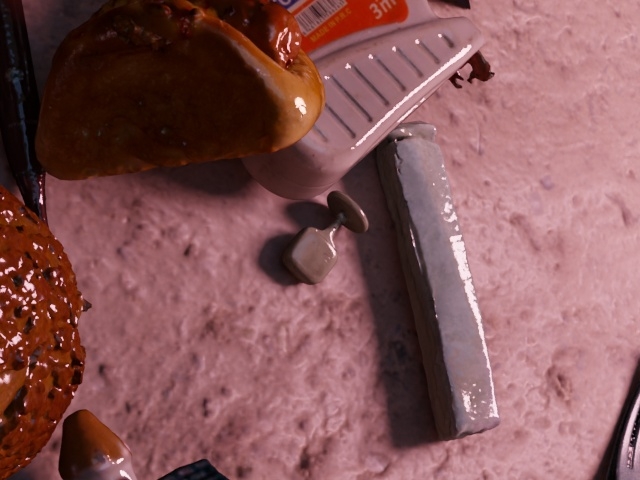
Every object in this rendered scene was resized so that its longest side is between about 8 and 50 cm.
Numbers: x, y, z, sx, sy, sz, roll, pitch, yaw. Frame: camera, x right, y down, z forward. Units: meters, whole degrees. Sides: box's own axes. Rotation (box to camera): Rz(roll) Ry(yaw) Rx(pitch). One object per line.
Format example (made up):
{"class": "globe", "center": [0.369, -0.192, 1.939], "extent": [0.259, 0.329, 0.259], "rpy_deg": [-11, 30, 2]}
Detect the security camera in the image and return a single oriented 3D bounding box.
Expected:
{"class": "security camera", "center": [0.000, 0.000, 1.361], "extent": [0.092, 0.058, 0.058], "rpy_deg": [-44, 101, -19]}

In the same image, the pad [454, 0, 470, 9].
{"class": "pad", "center": [0.109, -0.388, 1.490], "extent": [0.159, 0.009, 0.265], "rpy_deg": [1, 74, -68]}

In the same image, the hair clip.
{"class": "hair clip", "center": [0.347, 0.214, 1.502], "extent": [0.039, 0.070, 0.229], "rpy_deg": [31, 57, -16]}

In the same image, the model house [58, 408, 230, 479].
{"class": "model house", "center": [-0.136, 0.277, 1.123], "extent": [0.271, 0.190, 0.300], "rpy_deg": [-23, 89, -30]}

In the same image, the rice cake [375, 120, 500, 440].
{"class": "rice cake", "center": [0.120, 0.037, 1.405], "extent": [0.066, 0.063, 0.336], "rpy_deg": [-7, 81, -26]}

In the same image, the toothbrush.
{"class": "toothbrush", "center": [-0.274, -0.115, 1.233], "extent": [0.041, 0.041, 0.363], "rpy_deg": [-6, 80, -31]}

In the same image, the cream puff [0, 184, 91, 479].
{"class": "cream puff", "center": [-0.323, 0.074, 1.055], "extent": [0.303, 0.212, 0.303], "rpy_deg": [4, 81, -26]}

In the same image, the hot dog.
{"class": "hot dog", "center": [-0.131, -0.147, 1.188], "extent": [0.150, 0.257, 0.153], "rpy_deg": [-54, 135, -69]}

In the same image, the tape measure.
{"class": "tape measure", "center": [-0.001, -0.184, 1.350], "extent": [0.265, 0.130, 0.258], "rpy_deg": [47, 63, 1]}
